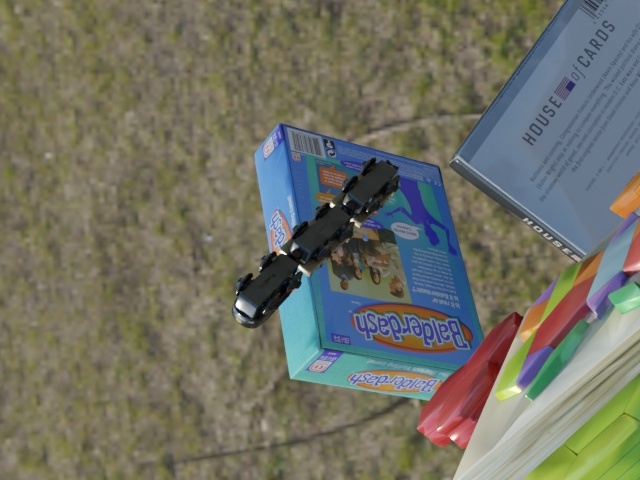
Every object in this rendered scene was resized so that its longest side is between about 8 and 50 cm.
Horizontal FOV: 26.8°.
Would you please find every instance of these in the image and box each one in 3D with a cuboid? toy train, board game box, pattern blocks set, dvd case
[{"bbox_3d":[0.000,0.000,0.760,0.027,0.158,0.036,37,137,10],"label":"toy train"},{"bbox_3d":[0.039,0.018,1.046,0.047,0.160,0.210,-47,41,41],"label":"board game box"},{"bbox_3d":[0.128,0.018,0.546,0.026,0.285,0.325,39,112,-3],"label":"pattern blocks set"},{"bbox_3d":[0.230,-0.049,0.895,0.239,0.179,0.029,37,166,-2],"label":"dvd case"}]
